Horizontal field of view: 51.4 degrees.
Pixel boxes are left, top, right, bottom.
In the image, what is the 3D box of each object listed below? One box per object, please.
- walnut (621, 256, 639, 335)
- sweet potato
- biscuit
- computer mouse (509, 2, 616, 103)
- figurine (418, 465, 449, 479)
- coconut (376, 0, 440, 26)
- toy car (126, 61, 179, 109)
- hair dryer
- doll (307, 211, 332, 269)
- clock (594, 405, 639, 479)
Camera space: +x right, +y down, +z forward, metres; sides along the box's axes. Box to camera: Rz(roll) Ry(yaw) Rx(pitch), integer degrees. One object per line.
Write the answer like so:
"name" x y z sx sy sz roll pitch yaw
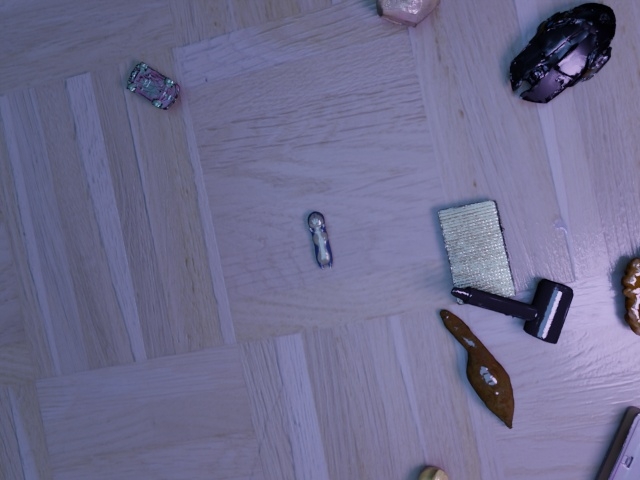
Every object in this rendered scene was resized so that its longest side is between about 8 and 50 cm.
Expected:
"walnut" 0.637 0.098 1.256 0.143 0.069 0.170 8 93 10
"sweet potato" 0.320 0.251 1.316 0.075 0.075 0.269 -31 81 10
"biscuit" 0.314 0.024 1.332 0.121 0.040 0.199 -11 88 15
"computer mouse" 0.470 -0.367 1.281 0.242 0.077 0.146 -43 81 8
"figurine" 0.221 0.537 1.341 0.083 0.083 0.187 14 103 11
"coconut" 0.176 -0.479 1.323 0.125 0.110 0.110 13 93 17
"toy car" -0.363 -0.335 1.454 0.142 0.055 0.069 34 96 23
"hair dryer" 0.362 0.110 1.270 0.248 0.070 0.114 17 94 -14
"doll" 0.000 0.000 1.398 0.037 0.027 0.125 -14 88 3
"clock" 0.625 0.433 1.258 0.147 0.071 0.191 22 94 10
